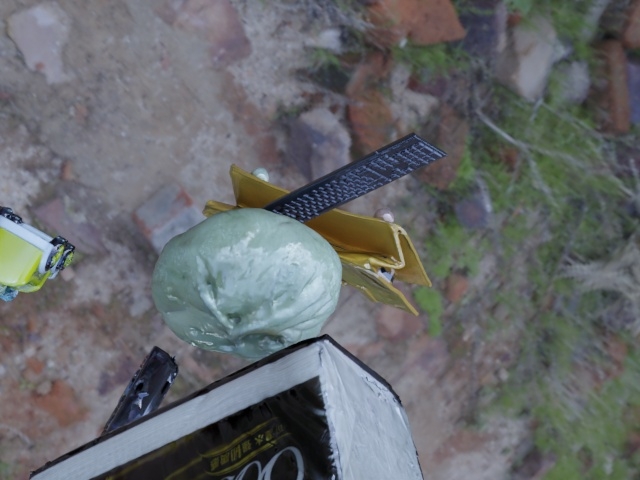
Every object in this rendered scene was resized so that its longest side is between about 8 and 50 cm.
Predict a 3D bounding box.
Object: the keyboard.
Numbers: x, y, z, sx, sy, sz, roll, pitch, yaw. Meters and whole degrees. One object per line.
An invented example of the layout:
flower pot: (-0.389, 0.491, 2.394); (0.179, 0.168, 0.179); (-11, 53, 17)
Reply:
keyboard: (0.033, -0.062, 1.096); (0.202, 0.011, 0.067); (-24, 150, 31)

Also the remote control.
remote control: (-0.295, 0.318, 1.373); (0.144, 0.062, 0.398); (-51, -170, 48)

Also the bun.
bun: (-0.079, 0.063, 1.122); (0.204, 0.126, 0.212); (24, 141, -28)

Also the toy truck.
toy truck: (-0.281, 0.020, 0.962); (0.077, 0.076, 0.111); (-61, 180, -10)

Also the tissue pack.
tissue pack: (-0.099, 0.262, 1.008); (0.370, 0.198, 0.210); (-27, 144, 19)

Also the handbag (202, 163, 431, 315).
handbag: (0.000, 0.000, 1.941); (0.133, 0.401, 0.283); (-62, 150, -15)
